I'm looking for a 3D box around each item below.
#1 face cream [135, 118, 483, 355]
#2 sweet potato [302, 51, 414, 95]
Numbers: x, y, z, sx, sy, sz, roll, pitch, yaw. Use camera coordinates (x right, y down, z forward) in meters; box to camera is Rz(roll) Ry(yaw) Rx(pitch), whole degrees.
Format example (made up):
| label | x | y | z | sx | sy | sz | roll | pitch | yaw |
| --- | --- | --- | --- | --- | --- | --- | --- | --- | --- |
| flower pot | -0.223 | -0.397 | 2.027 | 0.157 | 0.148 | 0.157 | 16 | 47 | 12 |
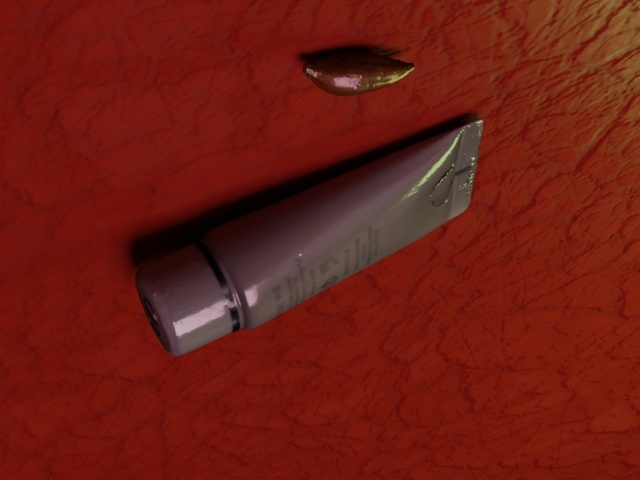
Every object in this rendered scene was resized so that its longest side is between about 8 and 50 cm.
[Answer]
| label | x | y | z | sx | sy | sz | roll | pitch | yaw |
| --- | --- | --- | --- | --- | --- | --- | --- | --- | --- |
| face cream | 0.000 | 0.000 | 1.392 | 0.314 | 0.089 | 0.143 | -23 | 150 | -15 |
| sweet potato | 0.028 | -0.125 | 1.249 | 0.095 | 0.034 | 0.034 | -3 | 145 | -24 |
